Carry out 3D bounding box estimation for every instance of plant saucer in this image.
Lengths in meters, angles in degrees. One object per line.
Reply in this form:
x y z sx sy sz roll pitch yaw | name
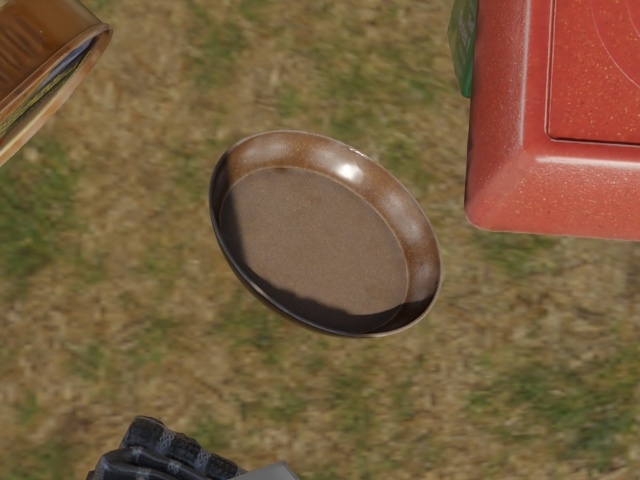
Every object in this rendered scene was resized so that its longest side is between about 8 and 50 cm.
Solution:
0.215 -0.125 0.983 0.259 0.048 0.258 5 73 2 | plant saucer
0.000 0.000 1.184 0.168 0.168 0.029 56 137 19 | plant saucer

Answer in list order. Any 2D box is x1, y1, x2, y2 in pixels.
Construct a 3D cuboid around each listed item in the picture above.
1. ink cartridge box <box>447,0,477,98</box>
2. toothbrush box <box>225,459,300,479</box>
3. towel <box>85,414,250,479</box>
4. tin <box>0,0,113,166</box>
0.211 -0.220 1.156 0.201 0.117 0.278 9 118 -6 | ink cartridge box
-0.065 0.246 0.545 0.126 0.216 0.296 39 141 53 | toothbrush box
-0.041 0.227 0.829 0.235 0.121 0.284 31 127 0 | towel
-0.159 -0.034 0.730 0.040 0.190 0.106 42 149 2 | tin
